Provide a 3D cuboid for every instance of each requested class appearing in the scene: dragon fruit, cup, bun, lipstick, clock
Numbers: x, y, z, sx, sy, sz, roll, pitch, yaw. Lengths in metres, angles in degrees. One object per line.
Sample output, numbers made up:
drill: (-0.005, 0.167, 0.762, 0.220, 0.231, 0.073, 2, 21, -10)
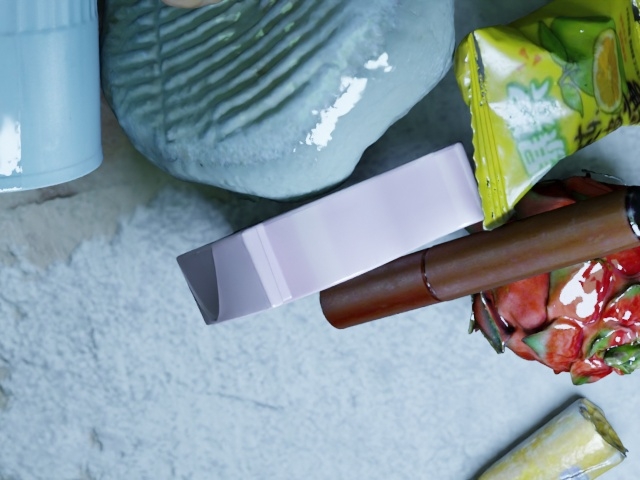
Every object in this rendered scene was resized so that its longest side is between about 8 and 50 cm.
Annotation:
dragon fruit: (0.237, 0.025, 1.735, 0.193, 0.192, 0.274, -29, 62, -25)
cup: (-0.325, -0.231, 1.608, 0.257, 0.331, 0.311, 0, 107, -6)
bun: (-0.038, -0.198, 1.636, 0.354, 0.194, 0.354, -10, 69, 29)
lipstick: (0.151, 0.019, 1.657, 0.357, 0.057, 0.057, -19, 107, 36)
clock: (0.000, 0.000, 1.694, 0.275, 0.290, 0.080, -23, 92, -22)

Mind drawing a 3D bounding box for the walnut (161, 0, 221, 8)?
walnut: (-0.101, -0.325, 1.434, 0.227, 0.273, 0.273, 2, 107, -11)

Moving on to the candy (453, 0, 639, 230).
candy: (0.233, -0.146, 1.667, 0.081, 0.297, 0.187, 5, 115, 47)

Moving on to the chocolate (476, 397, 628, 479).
chocolate: (0.212, 0.255, 1.859, 0.219, 0.085, 0.085, -38, 102, 16)
